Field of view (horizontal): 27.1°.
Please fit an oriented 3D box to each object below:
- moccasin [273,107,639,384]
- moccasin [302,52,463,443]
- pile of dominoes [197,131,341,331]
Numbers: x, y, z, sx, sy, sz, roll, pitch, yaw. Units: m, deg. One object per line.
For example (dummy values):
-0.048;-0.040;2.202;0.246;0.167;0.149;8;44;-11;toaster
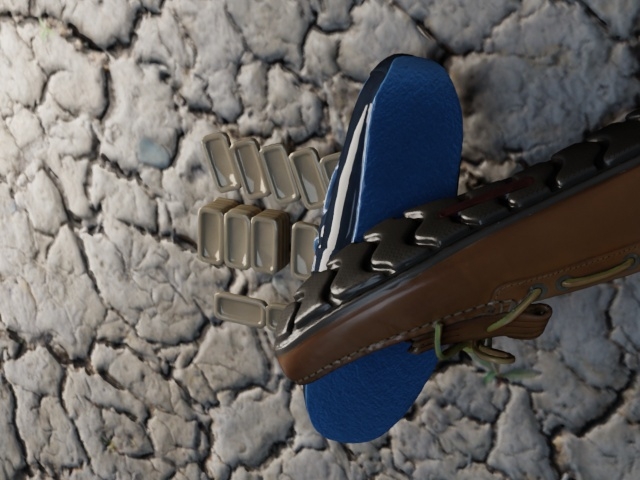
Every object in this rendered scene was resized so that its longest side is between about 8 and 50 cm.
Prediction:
0.144;0.027;1.043;0.380;0.139;0.147;-25;107;-1;moccasin
0.061;0.007;1.158;0.138;0.117;0.342;12;105;-13;moccasin
0.000;0.000;1.274;0.251;0.040;0.196;10;112;22;pile of dominoes
